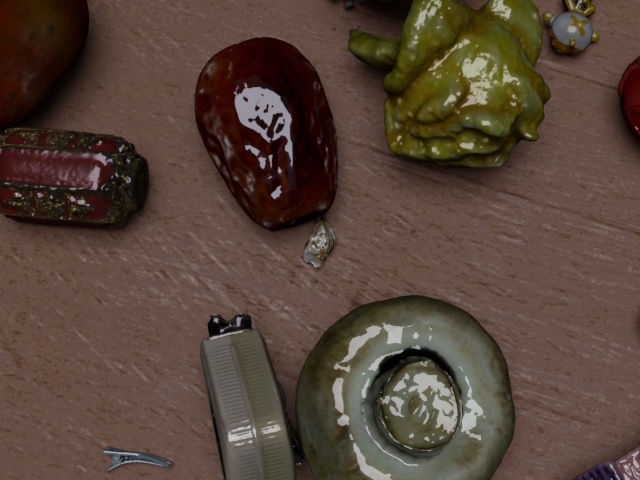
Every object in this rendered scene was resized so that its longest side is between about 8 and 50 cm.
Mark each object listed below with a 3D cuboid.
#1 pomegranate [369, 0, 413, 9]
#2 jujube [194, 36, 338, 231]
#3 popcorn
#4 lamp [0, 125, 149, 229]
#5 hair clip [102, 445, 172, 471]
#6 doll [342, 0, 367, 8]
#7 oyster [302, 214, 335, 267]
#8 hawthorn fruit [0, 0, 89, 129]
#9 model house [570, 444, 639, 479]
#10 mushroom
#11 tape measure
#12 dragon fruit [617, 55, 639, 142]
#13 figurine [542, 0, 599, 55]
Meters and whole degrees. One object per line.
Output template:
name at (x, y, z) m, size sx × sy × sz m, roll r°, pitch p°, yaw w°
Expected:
pomegranate at (0.147, -0.539, 1.740) m, size 0.322 × 0.322 × 0.322 m, roll -1°, pitch 77°, yaw 3°
jujube at (-0.086, -0.179, 1.739) m, size 0.223 × 0.223 × 0.318 m, roll -19°, pitch 84°, yaw -1°
popcorn at (0.207, -0.260, 1.676) m, size 0.321 × 0.326 × 0.290 m, roll -8°, pitch 60°, yaw 9°
lamp at (-0.431, -0.103, 1.753) m, size 0.274 × 0.177 × 0.177 m, roll 3°, pitch 77°, yaw 4°
hair clip at (-0.301, 0.366, 1.708) m, size 0.115 × 0.030 × 0.039 m, roll 6°, pitch 97°, yaw 6°
doll at (0.021, -0.527, 1.873) m, size 0.102 × 0.075 × 0.227 m, roll -21°, pitch 88°, yaw -19°
oyster at (0.003, 0.000, 1.773) m, size 0.051 × 0.034 × 0.093 m, roll 25°, pitch 91°, yaw 24°
hawthorn fruit at (-0.600, -0.381, 1.711) m, size 0.403 × 0.403 × 0.403 m, roll -1°, pitch 77°, yaw 3°
model house at (0.498, 0.430, 1.561) m, size 0.237 × 0.202 × 0.237 m, roll -31°, pitch 77°, yaw -5°
mushroom at (0.129, 0.254, 1.584) m, size 0.352 × 0.260 × 0.352 m, roll 1°, pitch 74°, yaw -4°
tape measure at (-0.106, 0.282, 1.633) m, size 0.133 × 0.231 × 0.271 m, roll -13°, pitch 39°, yaw -11°
dragon fruit at (0.582, -0.236, 1.727) m, size 0.172 × 0.172 × 0.209 m, roll -2°, pitch 63°, yaw 3°
figurine at (0.451, -0.387, 1.824) m, size 0.101 × 0.068 × 0.143 m, roll 44°, pitch 66°, yaw 4°
